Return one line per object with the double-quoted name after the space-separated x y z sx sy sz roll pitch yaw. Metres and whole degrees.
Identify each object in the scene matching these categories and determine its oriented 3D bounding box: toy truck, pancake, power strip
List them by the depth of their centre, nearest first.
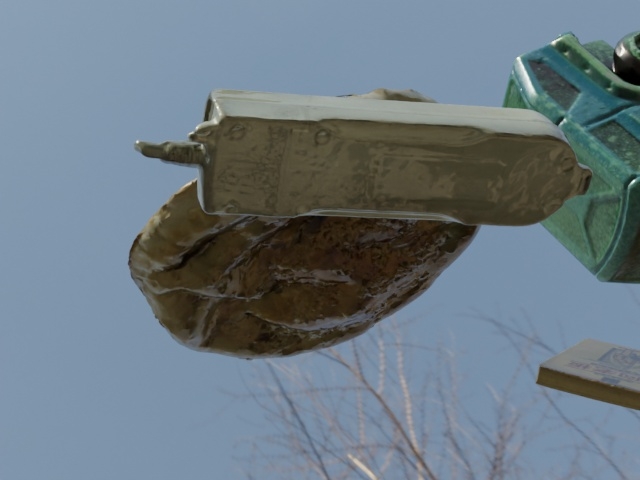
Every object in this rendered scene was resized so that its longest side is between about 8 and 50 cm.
0.020 -0.033 0.472 0.191 0.030 0.048 2 -56 -12 "power strip"
0.272 -0.051 0.945 0.156 0.279 0.155 -20 -40 -26 "toy truck"
0.001 0.000 1.157 0.386 0.082 0.387 -16 -37 -13 "pancake"

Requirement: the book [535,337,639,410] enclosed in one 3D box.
0.353 0.154 1.320 0.161 0.231 0.026 12 -81 25 "book"
